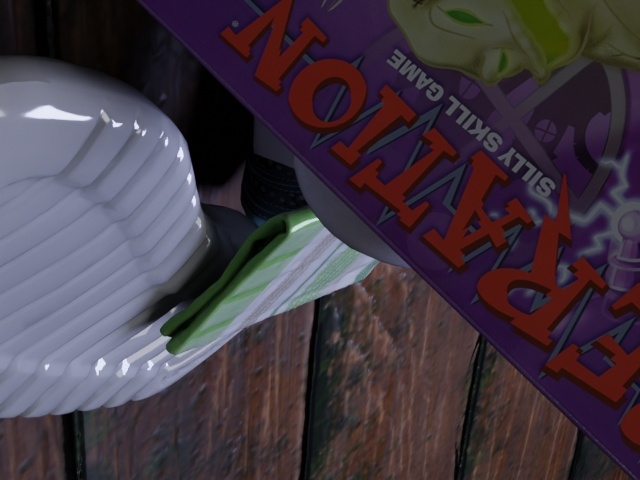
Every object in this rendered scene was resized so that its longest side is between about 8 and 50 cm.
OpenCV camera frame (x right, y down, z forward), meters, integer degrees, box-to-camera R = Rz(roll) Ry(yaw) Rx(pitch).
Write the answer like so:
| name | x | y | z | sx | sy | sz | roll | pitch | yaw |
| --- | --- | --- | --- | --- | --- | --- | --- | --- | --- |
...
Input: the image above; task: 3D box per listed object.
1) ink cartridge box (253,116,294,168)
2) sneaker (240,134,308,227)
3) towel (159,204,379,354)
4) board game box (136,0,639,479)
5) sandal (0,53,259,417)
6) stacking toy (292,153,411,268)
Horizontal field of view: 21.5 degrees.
| name | x | y | z | sx | sy | sz | roll | pitch | yaw |
| --- | --- | --- | --- | --- | --- | --- | --- | --- | --- |
| ink cartridge box | 0.077 | -0.169 | 0.767 | 0.198 | 0.115 | 0.273 | -15 | 116 | -40 |
| sneaker | 0.057 | -0.051 | 0.985 | 0.283 | 0.110 | 0.122 | 2 | 124 | -47 |
| towel | 0.000 | 0.000 | 0.811 | 0.152 | 0.023 | 0.113 | -20 | 159 | -49 |
| board game box | 0.102 | -0.066 | 0.533 | 0.208 | 0.347 | 0.056 | -46 | -176 | 17 |
| sandal | -0.131 | -0.001 | 0.750 | 0.169 | 0.102 | 0.416 | -39 | 164 | 0 |
| stacking toy | 0.192 | -0.148 | 0.651 | 0.480 | 0.350 | 0.350 | -32 | 148 | -5 |
